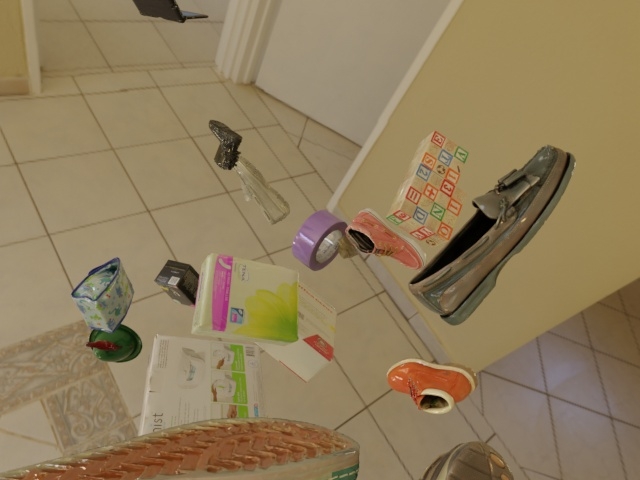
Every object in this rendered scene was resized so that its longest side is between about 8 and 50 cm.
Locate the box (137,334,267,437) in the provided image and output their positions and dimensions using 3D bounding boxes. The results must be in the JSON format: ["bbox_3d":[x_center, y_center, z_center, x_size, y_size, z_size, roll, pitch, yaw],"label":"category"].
[{"bbox_3d":[-0.236,0.330,0.919,0.231,0.127,0.262,10,30,-20],"label":"box"}]

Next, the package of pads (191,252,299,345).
[{"bbox_3d":[-0.207,0.170,1.329,0.296,0.101,0.229,14,59,-24],"label":"package of pads"}]

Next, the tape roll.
[{"bbox_3d":[0.000,0.000,1.484,0.080,0.189,0.189,36,44,26],"label":"tape roll"}]

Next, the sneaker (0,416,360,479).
[{"bbox_3d":[-0.107,0.200,0.293,0.302,0.108,0.121,-1,89,-29],"label":"sneaker"}]

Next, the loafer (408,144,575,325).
[{"bbox_3d":[0.217,-0.015,0.594,0.084,0.267,0.096,32,8,-3],"label":"loafer"}]

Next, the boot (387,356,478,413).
[{"bbox_3d":[0.157,0.231,0.724,0.084,0.158,0.059,-29,101,-43],"label":"boot"}]

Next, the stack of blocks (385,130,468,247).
[{"bbox_3d":[0.333,-0.152,1.350,0.171,0.087,0.297,31,68,-10],"label":"stack of blocks"}]

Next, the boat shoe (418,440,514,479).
[{"bbox_3d":[0.157,0.465,0.686,0.355,0.130,0.132,-41,79,-22],"label":"boat shoe"}]

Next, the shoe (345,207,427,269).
[{"bbox_3d":[0.133,0.014,0.945,0.178,0.063,0.081,41,48,3],"label":"shoe"}]

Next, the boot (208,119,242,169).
[{"bbox_3d":[-0.264,-0.254,1.228,0.121,0.099,0.045,36,32,17],"label":"boot"}]

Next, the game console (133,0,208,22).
[{"bbox_3d":[-0.304,-0.475,0.905,0.122,0.107,0.071,21,68,24],"label":"game console"}]

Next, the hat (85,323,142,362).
[{"bbox_3d":[-0.719,0.391,1.537,0.208,0.173,0.183,44,13,-24],"label":"hat"}]

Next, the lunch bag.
[{"bbox_3d":[-0.546,0.137,1.180,0.096,0.129,0.151,10,42,14],"label":"lunch bag"}]

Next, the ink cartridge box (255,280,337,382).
[{"bbox_3d":[-0.087,0.357,1.914,0.279,0.160,0.385,40,18,-9],"label":"ink cartridge box"}]

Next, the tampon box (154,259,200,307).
[{"bbox_3d":[-0.521,0.167,1.739,0.120,0.161,0.101,9,55,28],"label":"tampon box"}]

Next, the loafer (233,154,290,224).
[{"bbox_3d":[-0.250,-0.192,1.722,0.319,0.111,0.112,49,13,-12],"label":"loafer"}]

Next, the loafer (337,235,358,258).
[{"bbox_3d":[0.079,0.029,1.415,0.050,0.148,0.056,-35,66,4],"label":"loafer"}]
